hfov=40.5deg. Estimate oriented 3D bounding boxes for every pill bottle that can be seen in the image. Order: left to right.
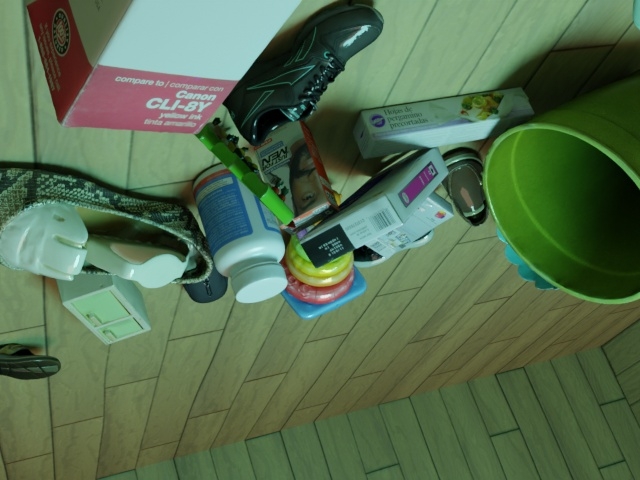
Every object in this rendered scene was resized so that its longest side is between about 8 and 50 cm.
[{"bbox_3d":[-0.133,-0.012,1.476,0.124,0.222,0.124,-16,156,-7],"label":"pill bottle"}]

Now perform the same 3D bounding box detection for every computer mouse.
[{"bbox_3d":[-0.273,0.086,1.784,0.184,0.060,0.262,-15,156,-14],"label":"computer mouse"}]

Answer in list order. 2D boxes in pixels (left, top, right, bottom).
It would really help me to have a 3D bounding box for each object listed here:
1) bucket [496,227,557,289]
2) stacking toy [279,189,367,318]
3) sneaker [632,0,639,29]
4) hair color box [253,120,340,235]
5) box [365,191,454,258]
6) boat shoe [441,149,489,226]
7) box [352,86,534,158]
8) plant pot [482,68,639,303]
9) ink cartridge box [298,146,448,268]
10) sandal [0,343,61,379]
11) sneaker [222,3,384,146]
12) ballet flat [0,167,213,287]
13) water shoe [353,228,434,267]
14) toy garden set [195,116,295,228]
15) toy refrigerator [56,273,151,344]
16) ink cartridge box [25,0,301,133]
[{"bbox_3d":[0.543,-0.038,1.912,0.183,0.281,0.281,-13,156,-26],"label":"bucket"},{"bbox_3d":[0.000,0.000,1.730,0.175,0.166,0.302,-25,149,-22],"label":"stacking toy"},{"bbox_3d":[0.465,-0.394,1.270,0.151,0.094,0.256,-21,148,-11],"label":"sneaker"},{"bbox_3d":[-0.042,-0.105,1.413,0.093,0.167,0.053,-27,156,15],"label":"hair color box"},{"bbox_3d":[0.158,-0.048,1.800,0.145,0.038,0.186,31,130,-34],"label":"box"},{"bbox_3d":[0.310,-0.099,1.794,0.095,0.095,0.257,-25,156,11],"label":"boat shoe"},{"bbox_3d":[0.219,-0.208,1.524,0.323,0.063,0.067,-12,155,-18],"label":"box"},{"bbox_3d":[0.550,-0.137,1.574,0.353,0.366,0.366,-38,165,-26],"label":"plant pot"},{"bbox_3d":[0.111,-0.075,1.498,0.175,0.069,0.371,-28,-171,30],"label":"ink cartridge box"},{"bbox_3d":[-0.669,0.255,1.856,0.219,0.060,0.090,2,146,-13],"label":"sandal"},{"bbox_3d":[-0.017,-0.232,1.237,0.267,0.106,0.101,-31,153,20],"label":"sneaker"},{"bbox_3d":[-0.355,-0.002,1.367,0.482,0.182,0.164,10,118,-48],"label":"ballet flat"},{"bbox_3d":[0.149,-0.010,1.925,0.203,0.073,0.080,-23,129,12],"label":"water shoe"},{"bbox_3d":[-0.112,-0.116,1.272,0.049,0.244,0.204,-45,155,-1],"label":"toy garden set"},{"bbox_3d":[-0.419,0.117,1.695,0.102,0.094,0.269,-18,157,-4],"label":"toy refrigerator"},{"bbox_3d":[-0.117,-0.315,0.749,0.160,0.279,0.384,0,150,-39],"label":"ink cartridge box"}]
